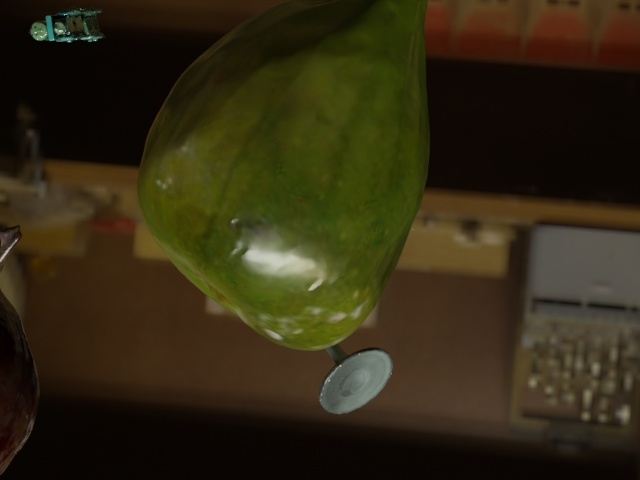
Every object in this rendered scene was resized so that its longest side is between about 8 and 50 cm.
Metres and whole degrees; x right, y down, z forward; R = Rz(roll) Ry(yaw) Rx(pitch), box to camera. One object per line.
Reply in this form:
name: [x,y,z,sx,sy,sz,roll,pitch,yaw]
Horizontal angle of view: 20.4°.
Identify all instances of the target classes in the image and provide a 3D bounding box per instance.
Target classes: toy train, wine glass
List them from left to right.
toy train: [-0.204,-0.173,1.434,0.045,0.029,0.092,-7,-173,13]
wine glass: [0.000,0.000,2.073,0.096,0.264,0.309,2,-144,-40]

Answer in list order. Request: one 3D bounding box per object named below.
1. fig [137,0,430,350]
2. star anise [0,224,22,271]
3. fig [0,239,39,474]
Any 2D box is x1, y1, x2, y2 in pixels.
fig: [-0.015,-0.079,1.391,0.233,0.314,0.233,15,152,8]
star anise: [-0.413,0.040,1.843,0.292,0.350,0.109,-3,-157,20]
fig: [-0.322,0.089,1.348,0.214,0.235,0.235,-34,175,6]
